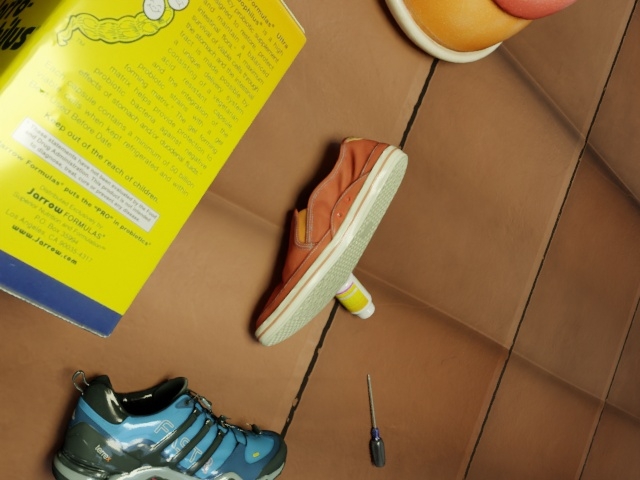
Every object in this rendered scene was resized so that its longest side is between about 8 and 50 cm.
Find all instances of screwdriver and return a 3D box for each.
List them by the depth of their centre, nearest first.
[{"bbox_3d":[0.093,0.307,0.975,0.025,0.024,0.169,-19,104,-65],"label":"screwdriver"}]

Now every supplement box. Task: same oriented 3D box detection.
[{"bbox_3d":[-0.213,-0.128,0.537,0.195,0.194,0.356,44,71,-44],"label":"supplement box"}]

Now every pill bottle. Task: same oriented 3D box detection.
[{"bbox_3d":[0.050,0.085,0.884,0.043,0.043,0.083,-52,123,-19],"label":"pill bottle"}]

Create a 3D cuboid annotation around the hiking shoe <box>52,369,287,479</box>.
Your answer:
[{"bbox_3d":[-0.159,0.241,0.707,0.304,0.113,0.131,15,89,-38],"label":"hiking shoe"}]

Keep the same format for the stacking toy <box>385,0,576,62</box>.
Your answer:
[{"bbox_3d":[0.332,-0.430,0.734,0.351,0.480,0.350,-8,103,-36],"label":"stacking toy"}]

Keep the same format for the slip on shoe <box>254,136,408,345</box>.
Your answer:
[{"bbox_3d":[0.000,0.000,0.805,0.331,0.101,0.123,-59,161,0],"label":"slip on shoe"}]
